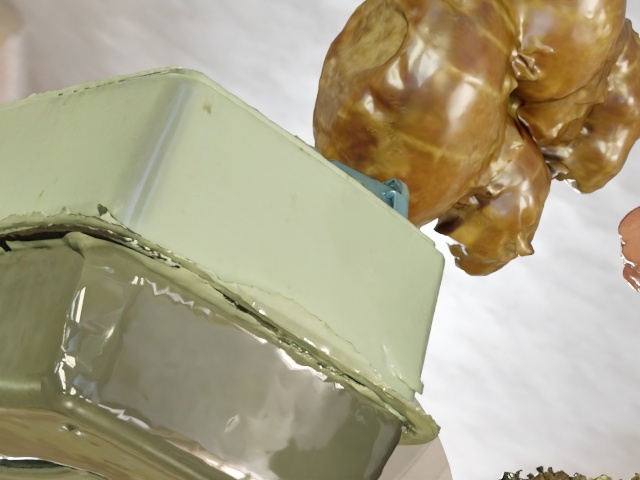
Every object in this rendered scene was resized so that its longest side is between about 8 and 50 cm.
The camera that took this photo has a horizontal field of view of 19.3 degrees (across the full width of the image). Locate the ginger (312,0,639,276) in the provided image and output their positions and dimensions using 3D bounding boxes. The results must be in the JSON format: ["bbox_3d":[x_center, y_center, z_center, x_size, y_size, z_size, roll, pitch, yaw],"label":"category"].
[{"bbox_3d":[0.129,-0.120,1.550,0.152,0.357,0.274,36,158,47],"label":"ginger"}]

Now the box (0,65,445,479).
[{"bbox_3d":[-0.099,0.043,0.901,0.220,0.166,0.290,35,153,-32],"label":"box"}]

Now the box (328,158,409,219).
[{"bbox_3d":[0.000,0.000,1.088,0.054,0.074,0.099,32,135,-28],"label":"box"}]

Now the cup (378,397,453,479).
[{"bbox_3d":[-0.090,0.181,1.266,0.288,0.273,0.208,38,135,27],"label":"cup"}]

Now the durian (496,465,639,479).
[{"bbox_3d":[0.136,0.210,0.969,0.167,0.196,0.196,32,164,-5],"label":"durian"}]

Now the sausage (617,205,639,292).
[{"bbox_3d":[0.257,-0.005,1.143,0.154,0.062,0.062,-12,149,11],"label":"sausage"}]
